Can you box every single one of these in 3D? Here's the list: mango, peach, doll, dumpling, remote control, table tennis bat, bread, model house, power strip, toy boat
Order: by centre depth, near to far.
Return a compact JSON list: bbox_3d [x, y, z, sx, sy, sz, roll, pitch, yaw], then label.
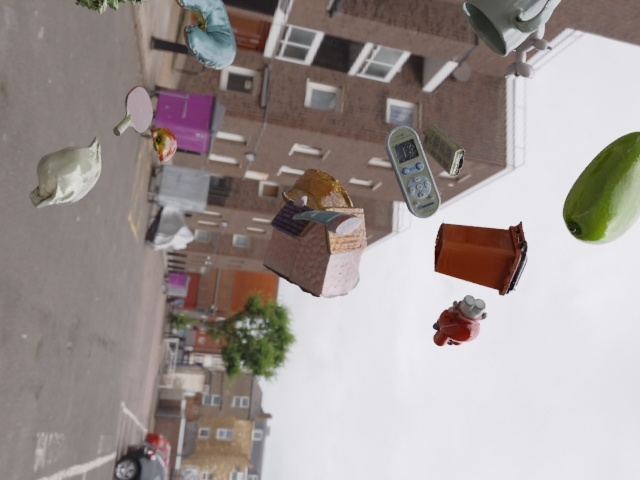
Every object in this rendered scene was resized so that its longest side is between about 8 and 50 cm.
[{"bbox_3d":[0.009,-0.045,1.051,0.122,0.096,0.034,21,-64,35],"label":"toy boat"},{"bbox_3d":[-0.391,-0.242,1.387,0.098,0.061,0.098,162,-90,-80],"label":"peach"},{"bbox_3d":[0.233,-0.172,1.397,0.047,0.087,0.244,-100,169,-82],"label":"remote control"},{"bbox_3d":[0.769,-0.139,1.438,0.343,0.192,0.156,-54,-154,-3],"label":"mango"},{"bbox_3d":[-0.671,-0.175,1.453,0.162,0.132,0.250,0,-130,38],"label":"dumpling"},{"bbox_3d":[0.000,0.000,1.521,0.237,0.202,0.237,27,-70,36],"label":"model house"},{"bbox_3d":[0.622,-0.571,1.678,0.161,0.059,0.160,-20,-97,43],"label":"doll"},{"bbox_3d":[-0.595,-0.401,1.753,0.246,0.022,0.138,-76,160,-52],"label":"table tennis bat"},{"bbox_3d":[0.384,-0.299,1.768,0.268,0.034,0.092,-114,-152,-55],"label":"power strip"},{"bbox_3d":[-0.011,-0.107,2.041,0.312,0.172,0.312,33,-39,31],"label":"bread"},{"bbox_3d":[0.520,0.316,2.071,0.290,0.161,0.130,109,0,-46],"label":"doll"}]

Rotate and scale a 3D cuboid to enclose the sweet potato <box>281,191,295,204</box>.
[{"bbox_3d":[-0.064,-0.033,1.736,0.059,0.067,0.281,-84,166,-65],"label":"sweet potato"}]

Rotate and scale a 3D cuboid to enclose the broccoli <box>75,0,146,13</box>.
[{"bbox_3d":[-0.650,-0.876,1.664,0.324,0.334,0.272,58,-26,-15],"label":"broccoli"}]

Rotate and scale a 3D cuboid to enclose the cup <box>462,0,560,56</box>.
[{"bbox_3d":[0.538,-0.623,1.442,0.234,0.186,0.258,-39,-147,12],"label":"cup"}]

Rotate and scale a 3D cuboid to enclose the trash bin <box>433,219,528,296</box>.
[{"bbox_3d":[0.446,0.029,1.542,0.161,0.238,0.184,-74,175,-54],"label":"trash bin"}]

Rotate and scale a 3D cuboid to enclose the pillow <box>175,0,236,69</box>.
[{"bbox_3d":[-0.281,-0.529,1.331,0.214,0.086,0.233,-18,94,-72],"label":"pillow"}]
